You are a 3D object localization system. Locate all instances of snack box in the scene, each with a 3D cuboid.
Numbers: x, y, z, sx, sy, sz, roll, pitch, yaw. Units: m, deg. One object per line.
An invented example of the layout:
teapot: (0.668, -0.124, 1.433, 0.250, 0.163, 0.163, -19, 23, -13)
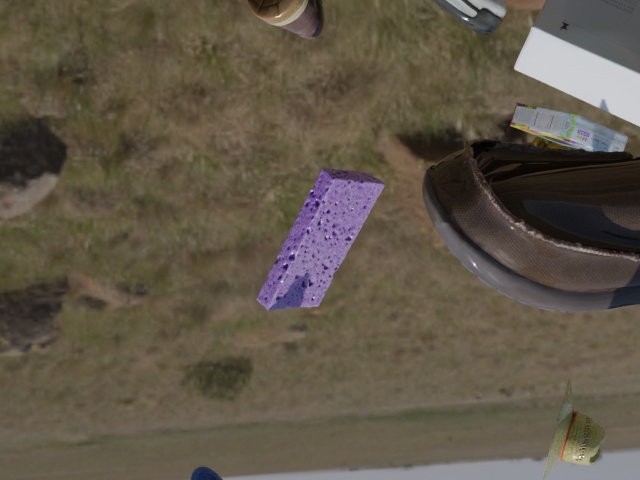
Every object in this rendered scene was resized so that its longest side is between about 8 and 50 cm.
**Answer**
snack box: (0.345, -0.152, 1.273, 0.141, 0.037, 0.100, 10, -170, -44)

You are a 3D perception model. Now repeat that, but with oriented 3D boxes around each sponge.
sponge: (0.000, 0.000, 1.258, 0.031, 0.210, 0.117, 40, -159, 31)

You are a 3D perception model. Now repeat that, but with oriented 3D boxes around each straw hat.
straw hat: (0.324, 0.249, 1.153, 0.061, 0.145, 0.144, 14, 173, 18)

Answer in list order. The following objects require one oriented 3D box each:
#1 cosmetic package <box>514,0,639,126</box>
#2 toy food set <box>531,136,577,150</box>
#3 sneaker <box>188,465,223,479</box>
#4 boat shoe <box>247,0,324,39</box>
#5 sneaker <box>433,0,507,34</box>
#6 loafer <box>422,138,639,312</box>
cosmetic package: (0.484, -0.270, 1.202, 0.377, 0.284, 0.097, 27, 152, 8)
toy food set: (0.463, -0.101, 1.746, 0.128, 0.218, 0.071, -10, -171, -23)
sneaker: (-0.130, 0.366, 1.236, 0.058, 0.152, 0.084, -12, 154, -26)
boat shoe: (-0.062, -0.445, 1.368, 0.123, 0.342, 0.123, -30, 150, 25)
sneaker: (0.196, -0.543, 1.376, 0.257, 0.448, 0.169, -39, 164, 24)
loafer: (0.248, -0.029, 0.692, 0.365, 0.134, 0.130, 7, 134, -23)
